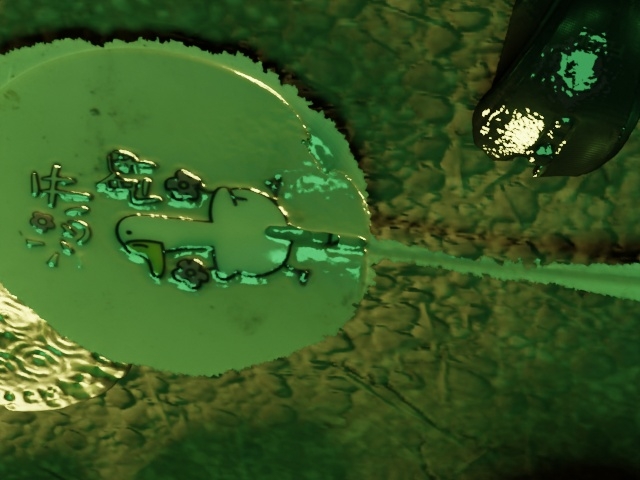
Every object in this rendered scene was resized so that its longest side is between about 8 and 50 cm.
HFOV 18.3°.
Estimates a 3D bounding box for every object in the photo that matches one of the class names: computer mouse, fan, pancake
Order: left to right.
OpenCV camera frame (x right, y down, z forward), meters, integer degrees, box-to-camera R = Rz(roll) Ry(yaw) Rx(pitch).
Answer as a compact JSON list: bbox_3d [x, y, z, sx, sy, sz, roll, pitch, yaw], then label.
[{"bbox_3d":[-0.196,0.032,1.141,0.199,0.021,0.199,7,137,7],"label":"pancake"},{"bbox_3d":[0.000,-0.001,1.050,0.414,0.012,0.233,9,133,4],"label":"fan"},{"bbox_3d":[0.116,-0.070,0.941,0.079,0.047,0.135,20,138,-6],"label":"computer mouse"}]
